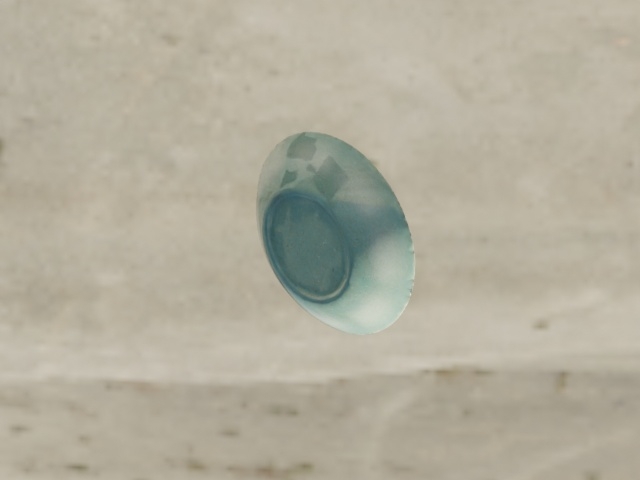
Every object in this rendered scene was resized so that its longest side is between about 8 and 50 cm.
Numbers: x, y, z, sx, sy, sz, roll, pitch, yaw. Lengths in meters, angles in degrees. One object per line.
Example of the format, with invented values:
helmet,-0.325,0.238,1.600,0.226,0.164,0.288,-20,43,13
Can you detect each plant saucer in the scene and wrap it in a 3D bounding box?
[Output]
plant saucer,0.000,0.000,1.673,0.037,0.195,0.195,-26,-173,-41
